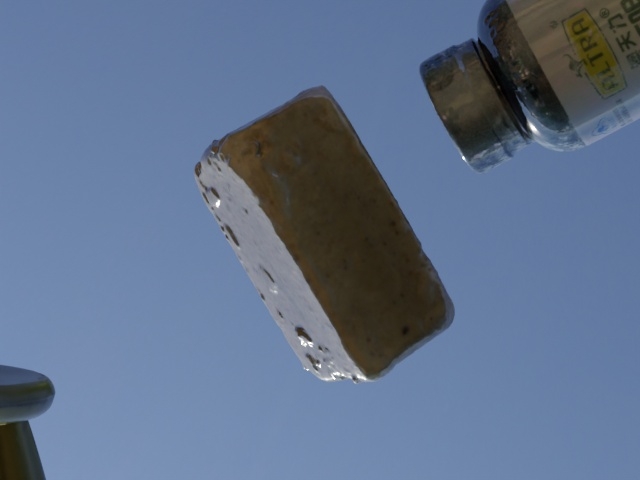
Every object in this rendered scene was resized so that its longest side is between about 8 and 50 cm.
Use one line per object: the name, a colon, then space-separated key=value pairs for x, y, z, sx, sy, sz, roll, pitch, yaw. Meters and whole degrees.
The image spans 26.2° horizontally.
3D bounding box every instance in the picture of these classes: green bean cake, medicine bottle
green bean cake: x=0.000 y=0.000 z=0.881 sx=0.085 sy=0.109 sz=0.179 roll=-33 pitch=-82 yaw=-20
medicine bottle: x=0.223 y=-0.161 z=1.049 sx=0.293 sy=0.141 sz=0.141 roll=-28 pitch=-82 yaw=14

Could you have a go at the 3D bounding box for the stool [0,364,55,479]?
stool: x=-0.149 y=0.099 z=0.472 sx=0.134 sy=0.135 sz=0.111 roll=4 pitch=-92 yaw=-20
